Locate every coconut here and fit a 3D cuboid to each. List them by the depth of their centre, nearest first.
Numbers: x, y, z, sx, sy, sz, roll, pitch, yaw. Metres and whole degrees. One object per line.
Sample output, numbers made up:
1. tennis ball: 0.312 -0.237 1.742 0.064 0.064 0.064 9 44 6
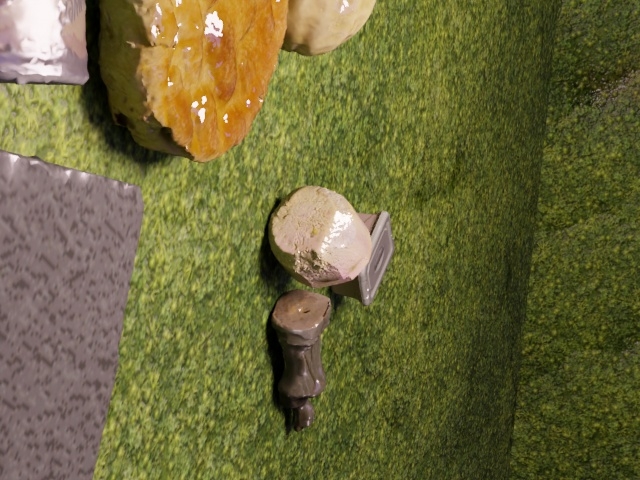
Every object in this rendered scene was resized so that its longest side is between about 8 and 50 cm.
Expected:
1. coconut: 0.000 0.000 1.770 0.122 0.116 0.116 43 59 -62

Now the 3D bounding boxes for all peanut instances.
1. peanut: 0.011 -0.351 1.609 0.147 0.147 0.305 44 54 -67

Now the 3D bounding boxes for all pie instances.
1. pie: -0.116 -0.231 1.383 0.339 0.083 0.339 7 90 -71

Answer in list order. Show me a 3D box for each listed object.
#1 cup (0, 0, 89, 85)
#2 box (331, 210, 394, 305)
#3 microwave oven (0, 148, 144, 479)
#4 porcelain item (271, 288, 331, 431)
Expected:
1. cup: -0.247 -0.221 0.862 0.301 0.227 0.257 -155 -110 -80
2. box: 0.056 0.022 2.012 0.089 0.062 0.122 78 28 -47
3. microwave oven: -0.300 0.146 0.817 0.374 0.236 0.432 12 88 -72
4. porcelain item: -0.026 0.172 1.868 0.081 0.069 0.215 -63 160 -51
